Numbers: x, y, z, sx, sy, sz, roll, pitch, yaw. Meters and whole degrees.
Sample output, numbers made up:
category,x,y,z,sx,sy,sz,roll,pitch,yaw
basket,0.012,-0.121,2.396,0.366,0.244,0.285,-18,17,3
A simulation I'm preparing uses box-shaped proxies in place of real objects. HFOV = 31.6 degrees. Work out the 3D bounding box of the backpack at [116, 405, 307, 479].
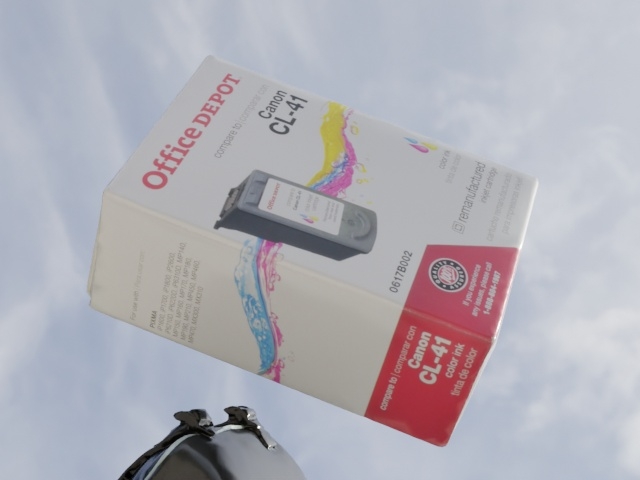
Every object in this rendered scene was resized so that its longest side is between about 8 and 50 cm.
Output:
category,x,y,z,sx,sy,sz,roll,pitch,yaw
backpack,-0.120,0.267,0.837,0.253,0.225,0.191,-37,-103,10

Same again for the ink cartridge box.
category,x,y,z,sx,sy,sz,roll,pitch,yaw
ink cartridge box,0.000,0.000,0.911,0.306,0.226,0.131,22,-49,4
